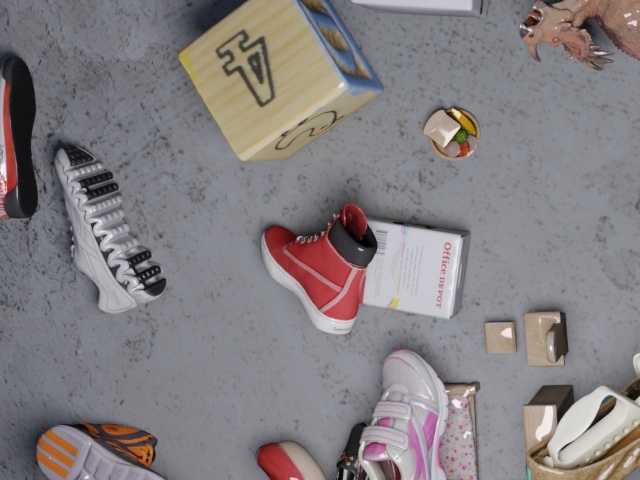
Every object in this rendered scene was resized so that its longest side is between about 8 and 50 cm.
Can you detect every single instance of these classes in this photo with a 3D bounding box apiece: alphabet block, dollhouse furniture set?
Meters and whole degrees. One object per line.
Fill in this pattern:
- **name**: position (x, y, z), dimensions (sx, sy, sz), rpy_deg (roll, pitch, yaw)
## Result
- **alphabet block**: position (-0.056, -0.248, 1.742), dimensions (0.197, 0.192, 0.193), rpy_deg (-33, 82, 20)
- **dollhouse furniture set**: position (0.180, 0.263, 1.712), dimensions (0.355, 0.174, 0.303), rpy_deg (-3, 93, 19)

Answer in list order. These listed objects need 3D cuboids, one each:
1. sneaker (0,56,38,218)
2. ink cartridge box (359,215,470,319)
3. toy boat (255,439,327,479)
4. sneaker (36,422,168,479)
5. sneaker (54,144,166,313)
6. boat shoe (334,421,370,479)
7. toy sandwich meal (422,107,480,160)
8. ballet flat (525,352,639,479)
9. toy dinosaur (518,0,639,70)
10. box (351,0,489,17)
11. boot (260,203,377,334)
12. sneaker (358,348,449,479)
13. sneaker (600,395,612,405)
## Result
- **sneaker**: position (-0.557, -0.170, 1.975), dimensions (0.145, 0.090, 0.270), rpy_deg (1, 98, 17)
- **ink cartridge box**: position (0.127, 0.039, 1.763), dimensions (0.175, 0.072, 0.127), rpy_deg (10, 98, 19)
- **toy boat**: position (-0.062, 0.426, 1.805), dimensions (0.151, 0.151, 0.231), rpy_deg (-13, 90, -15)
- **sneaker**: position (-0.282, 0.379, 1.877), dimensions (0.321, 0.180, 0.124), rpy_deg (35, 103, 17)
- **sneaker**: position (-0.369, -0.015, 1.921), dimensions (0.118, 0.110, 0.292), rpy_deg (-29, 84, 28)
- **boat shoe**: position (0.049, 0.341, 1.788), dimensions (0.049, 0.042, 0.133), rpy_deg (12, 91, 52)
- **toy sandwich meal**: position (0.194, -0.159, 1.746), dimensions (0.085, 0.029, 0.085), rpy_deg (2, 95, 19)
- **ballet flat**: position (0.403, 0.220, 1.523), dimensions (0.342, 0.116, 0.124), rpy_deg (-34, 122, -1)
- **toy dinosaur**: position (0.434, -0.293, 1.609), dimensions (0.295, 0.127, 0.200), rpy_deg (26, 110, 3)
- **box**: position (0.151, -0.418, 1.691), dimensions (0.182, 0.119, 0.181), rpy_deg (7, 97, 18)
- **boot**: position (0.000, 0.000, 1.741), dimensions (0.244, 0.088, 0.176), rpy_deg (46, 127, 47)
- **sneaker**: position (0.113, 0.277, 1.672), dimensions (0.103, 0.111, 0.252), rpy_deg (-20, 68, 45)
- **sneaker**: position (0.498, 0.196, 1.651), dimensions (0.275, 0.107, 0.110), rpy_deg (-24, 67, 15)
